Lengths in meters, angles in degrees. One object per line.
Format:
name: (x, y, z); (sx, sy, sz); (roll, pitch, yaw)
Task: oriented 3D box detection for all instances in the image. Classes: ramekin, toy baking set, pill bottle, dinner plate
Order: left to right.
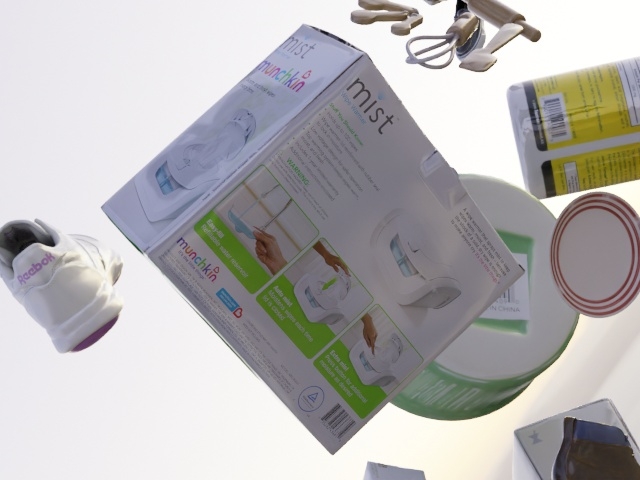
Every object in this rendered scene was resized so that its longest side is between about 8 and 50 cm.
toy baking set: (0.149, -0.242, 1.706); (0.197, 0.256, 0.030); (-17, -54, -30)
ramekin: (0.176, 0.063, 1.843); (0.303, 0.303, 0.148); (-50, 2, -23)
dinner plate: (0.305, 0.015, 1.643); (0.141, 0.141, 0.017); (-51, 21, -17)
pill bottle: (0.460, -0.181, 2.257); (0.334, 0.187, 0.188); (-11, -6, 7)

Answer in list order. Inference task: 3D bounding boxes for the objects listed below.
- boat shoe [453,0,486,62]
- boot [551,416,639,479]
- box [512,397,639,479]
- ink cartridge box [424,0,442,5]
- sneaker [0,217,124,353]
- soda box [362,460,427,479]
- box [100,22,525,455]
boat shoe: (0.204, -0.308, 2.073); (0.049, 0.040, 0.142); (-23, 42, 38)
boot: (0.367, 0.269, 1.782); (0.219, 0.082, 0.106); (7, -93, -36)
box: (0.347, 0.367, 2.021); (0.148, 0.121, 0.311); (-18, -42, -8)
ink cartridge box: (0.106, -0.644, 2.677); (0.091, 0.385, 0.308); (-34, -36, -26)
sneaker: (-0.299, 0.021, 1.677); (0.114, 0.152, 0.305); (-39, 17, -5)
soda box: (0.089, 0.328, 1.654); (0.216, 0.074, 0.069); (-103, 24, -70)
box: (0.000, 0.000, 1.212); (0.231, 0.262, 0.127); (-44, 32, -6)
